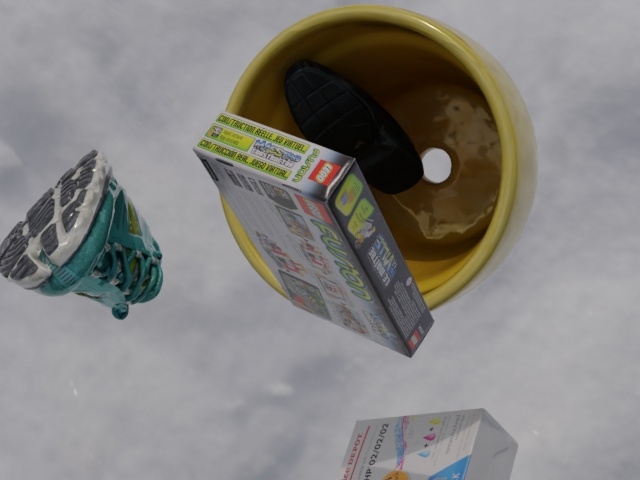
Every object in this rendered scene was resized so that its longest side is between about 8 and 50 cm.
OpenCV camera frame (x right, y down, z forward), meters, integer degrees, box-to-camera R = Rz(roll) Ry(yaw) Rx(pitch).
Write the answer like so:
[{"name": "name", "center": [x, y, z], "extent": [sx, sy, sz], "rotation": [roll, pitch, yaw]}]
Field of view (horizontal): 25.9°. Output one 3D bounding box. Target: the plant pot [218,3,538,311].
[{"name": "plant pot", "center": [0.073, -0.064, 1.193], "extent": [0.254, 0.239, 0.254], "rotation": [1, 93, 21]}]

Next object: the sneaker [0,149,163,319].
[{"name": "sneaker", "center": [-0.159, 0.002, 1.020], "extent": [0.110, 0.275, 0.107], "rotation": [43, 92, -4]}]

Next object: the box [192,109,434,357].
[{"name": "box", "center": [0.000, 0.000, 0.961], "extent": [0.036, 0.114, 0.207], "rotation": [-56, 147, -19]}]

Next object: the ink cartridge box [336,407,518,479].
[{"name": "ink cartridge box", "center": [0.072, 0.211, 1.208], "extent": [0.061, 0.181, 0.104], "rotation": [45, 51, -31]}]

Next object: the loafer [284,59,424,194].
[{"name": "loafer", "center": [0.024, -0.105, 1.200], "extent": [0.062, 0.061, 0.170], "rotation": [-31, 134, 18]}]
